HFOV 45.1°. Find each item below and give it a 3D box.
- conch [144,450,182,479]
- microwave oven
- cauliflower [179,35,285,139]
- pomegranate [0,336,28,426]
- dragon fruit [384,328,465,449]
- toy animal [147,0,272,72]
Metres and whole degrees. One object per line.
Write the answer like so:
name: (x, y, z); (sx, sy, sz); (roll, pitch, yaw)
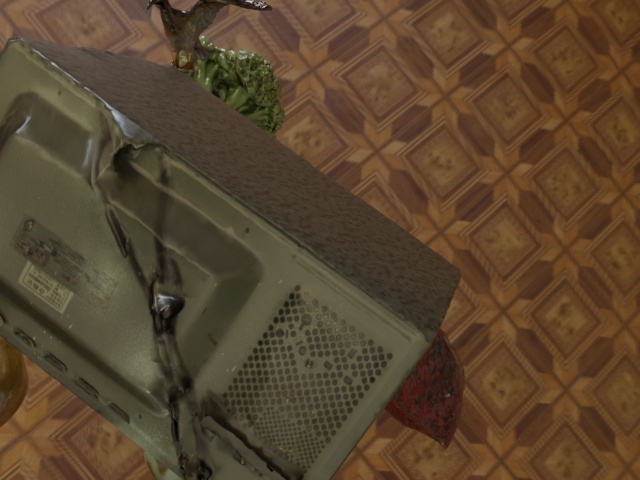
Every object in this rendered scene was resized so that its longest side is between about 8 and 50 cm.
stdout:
conch: (-0.194, 0.391, 1.390); (0.368, 0.249, 0.197); (9, 104, 10)
microwave oven: (-0.113, 0.025, 0.767); (0.432, 0.374, 0.236); (35, 105, 7)
cauliflower: (-0.232, -0.296, 1.746); (0.281, 0.260, 0.327); (-44, 119, -31)
pomegranate: (-0.623, 0.201, 1.280); (0.319, 0.319, 0.319); (3, 79, -16)
dragon fruit: (0.175, 0.321, 1.903); (0.240, 0.330, 0.302); (17, 81, -38)
toy animal: (-0.230, -0.363, 1.300); (0.273, 0.197, 0.160); (8, 118, 14)
